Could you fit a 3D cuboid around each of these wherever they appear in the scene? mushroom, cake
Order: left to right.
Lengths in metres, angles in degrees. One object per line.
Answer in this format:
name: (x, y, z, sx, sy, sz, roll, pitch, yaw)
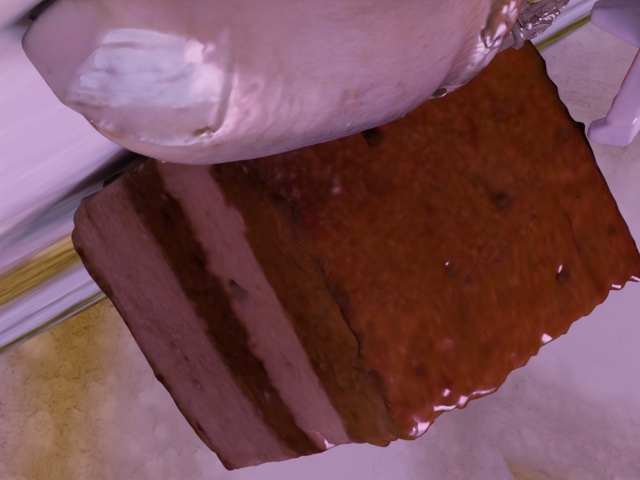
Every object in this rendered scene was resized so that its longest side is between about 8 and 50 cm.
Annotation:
mushroom: (-0.007, -0.065, 0.555, 0.084, 0.071, 0.209, -36, 173, 34)
cake: (0.000, 0.000, 1.001, 0.196, 0.198, 0.293, -36, -173, -30)

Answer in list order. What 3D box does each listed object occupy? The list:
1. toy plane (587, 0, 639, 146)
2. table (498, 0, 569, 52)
toy plane: (0.209, -0.149, 0.946, 0.244, 0.117, 0.244, -57, 168, -20)
table: (0.052, -0.098, 0.749, 0.083, 0.062, 0.079, -30, -179, 5)
